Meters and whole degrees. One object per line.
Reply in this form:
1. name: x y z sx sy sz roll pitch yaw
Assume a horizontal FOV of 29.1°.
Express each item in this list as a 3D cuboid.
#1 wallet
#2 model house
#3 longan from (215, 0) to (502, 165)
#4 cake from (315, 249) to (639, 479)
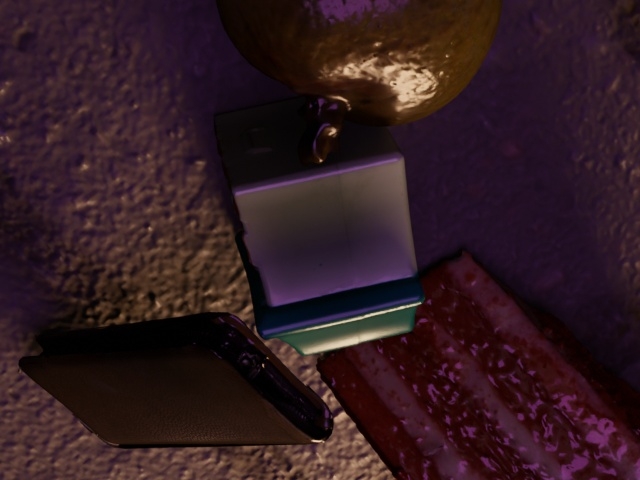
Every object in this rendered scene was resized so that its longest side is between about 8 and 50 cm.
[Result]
1. wallet: -0.094 0.091 0.755 0.198 0.031 0.110 -10 134 43
2. model house: 0.000 0.000 0.738 0.100 0.127 0.149 -14 117 -3
3. longan: 0.017 -0.124 0.654 0.154 0.145 0.176 20 83 -4
4. cake: 0.145 0.132 0.887 0.158 0.159 0.262 -41 84 13
